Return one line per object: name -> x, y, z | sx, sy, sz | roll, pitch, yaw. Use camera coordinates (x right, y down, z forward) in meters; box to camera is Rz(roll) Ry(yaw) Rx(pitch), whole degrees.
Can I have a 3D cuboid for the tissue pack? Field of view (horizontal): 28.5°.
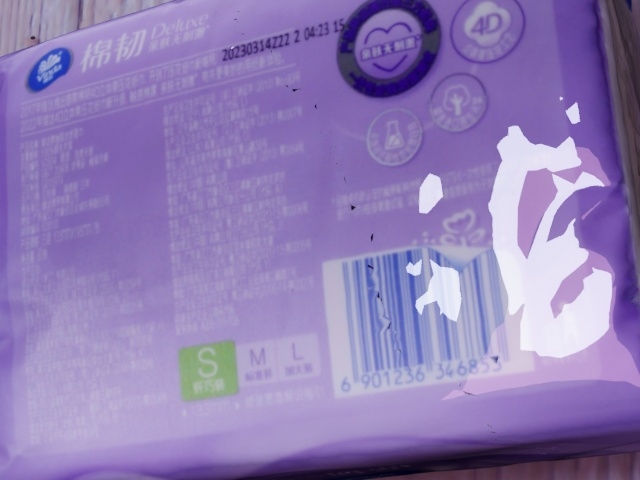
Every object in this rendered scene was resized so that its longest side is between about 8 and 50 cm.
tissue pack -> 0.000, 0.000, 0.625 | 0.338, 0.160, 0.242 | -11, 74, 25
